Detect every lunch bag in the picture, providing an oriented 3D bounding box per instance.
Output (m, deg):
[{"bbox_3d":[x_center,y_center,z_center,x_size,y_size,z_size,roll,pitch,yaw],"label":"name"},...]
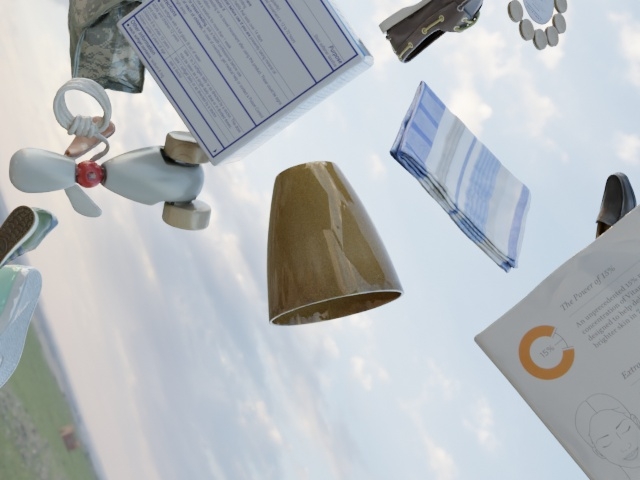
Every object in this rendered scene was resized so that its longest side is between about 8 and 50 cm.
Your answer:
[{"bbox_3d":[-0.406,-0.463,1.619,0.287,0.169,0.235,125,-40,-54],"label":"lunch bag"}]

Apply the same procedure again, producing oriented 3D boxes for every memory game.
[{"bbox_3d":[0.362,-0.411,1.401,0.012,0.186,0.186,-7,-77,47],"label":"memory game"}]

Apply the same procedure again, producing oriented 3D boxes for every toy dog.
[{"bbox_3d":[-0.331,-0.124,1.387,0.220,0.334,0.161,-62,-153,6],"label":"toy dog"}]

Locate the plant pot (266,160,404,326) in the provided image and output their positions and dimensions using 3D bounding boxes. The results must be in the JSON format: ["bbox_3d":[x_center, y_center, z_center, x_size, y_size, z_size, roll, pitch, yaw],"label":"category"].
[{"bbox_3d":[0.000,0.000,1.451,0.237,0.237,0.254,127,-48,-69],"label":"plant pot"}]

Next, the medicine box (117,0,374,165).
[{"bbox_3d":[-0.109,-0.303,1.285,0.263,0.289,0.149,56,12,-2],"label":"medicine box"}]

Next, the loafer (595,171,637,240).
[{"bbox_3d":[0.520,-0.037,1.478,0.062,0.061,0.169,3,-85,63],"label":"loafer"}]

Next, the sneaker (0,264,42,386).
[{"bbox_3d":[-0.600,0.156,1.452,0.094,0.151,0.255,78,21,-55],"label":"sneaker"}]

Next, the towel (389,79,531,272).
[{"bbox_3d":[0.235,-0.105,1.330,0.285,0.209,0.034,43,-47,-18],"label":"towel"}]

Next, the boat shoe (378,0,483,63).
[{"bbox_3d":[0.247,-0.439,1.590,0.324,0.117,0.096,-20,-81,49],"label":"boat shoe"}]

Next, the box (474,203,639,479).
[{"bbox_3d":[0.345,0.166,0.769,0.345,0.215,0.168,53,8,25],"label":"box"}]

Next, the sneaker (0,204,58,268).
[{"bbox_3d":[-0.515,0.010,1.388,0.064,0.192,0.086,56,18,11],"label":"sneaker"}]
